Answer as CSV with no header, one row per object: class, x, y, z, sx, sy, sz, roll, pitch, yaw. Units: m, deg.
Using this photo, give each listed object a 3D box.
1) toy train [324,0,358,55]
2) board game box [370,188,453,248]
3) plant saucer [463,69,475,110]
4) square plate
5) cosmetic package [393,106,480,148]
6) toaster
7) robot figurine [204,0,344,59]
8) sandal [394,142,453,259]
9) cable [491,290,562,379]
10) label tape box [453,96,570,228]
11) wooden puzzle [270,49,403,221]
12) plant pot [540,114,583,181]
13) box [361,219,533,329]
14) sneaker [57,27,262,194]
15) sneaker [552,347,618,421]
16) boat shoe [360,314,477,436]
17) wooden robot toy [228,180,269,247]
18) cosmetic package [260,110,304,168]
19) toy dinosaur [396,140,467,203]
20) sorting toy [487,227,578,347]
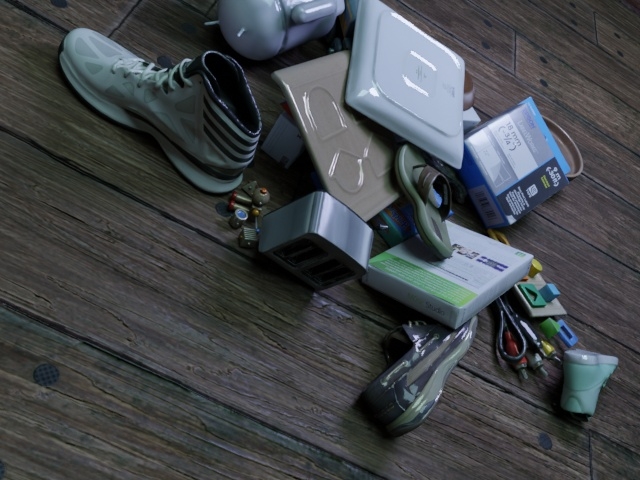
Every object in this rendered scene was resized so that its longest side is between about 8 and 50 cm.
toy train,0.087,-0.600,1.778,0.142,0.190,0.334,0,60,-17
board game box,0.194,-0.082,1.575,0.210,0.047,0.160,-25,73,-43
plant saucer,0.327,-0.421,1.735,0.199,0.036,0.198,18,49,-22
square plate,0.219,-0.379,1.559,0.344,0.049,0.347,24,57,-27
cosmetic package,0.255,-0.359,1.761,0.224,0.138,0.224,-5,62,-36
toaster,0.000,0.000,1.275,0.168,0.186,0.110,36,47,-34
robot figurine,-0.102,-0.558,1.617,0.353,0.300,0.199,-33,123,-32
sandal,0.244,-0.094,1.454,0.120,0.086,0.302,25,39,-41
cable,0.422,0.187,1.535,0.139,0.072,0.287,-14,52,-21
label tape box,0.514,-0.216,1.726,0.334,0.106,0.240,-32,95,-21
wooden puzzle,0.049,-0.223,1.445,0.322,0.080,0.348,-35,101,-51
plant pot,0.629,-0.246,1.939,0.237,0.110,0.237,17,49,-21
box,0.274,0.060,1.431,0.232,0.058,0.322,26,32,34
sneaker,-0.288,-0.314,1.289,0.447,0.257,0.169,39,45,-2
sneaker,0.599,0.326,1.521,0.256,0.094,0.151,11,87,-51
boat shoe,0.194,0.210,1.295,0.130,0.132,0.355,41,44,1
wooden robot toy,-0.136,-0.074,1.333,0.076,0.079,0.173,23,47,-17
cosmetic package,-0.033,-0.276,1.528,0.085,0.117,0.231,39,44,-1
toy dinosaur,0.270,-0.195,1.678,0.268,0.064,0.118,33,13,-28
sorting toy,0.502,0.096,1.599,0.196,0.047,0.347,7,46,-46
